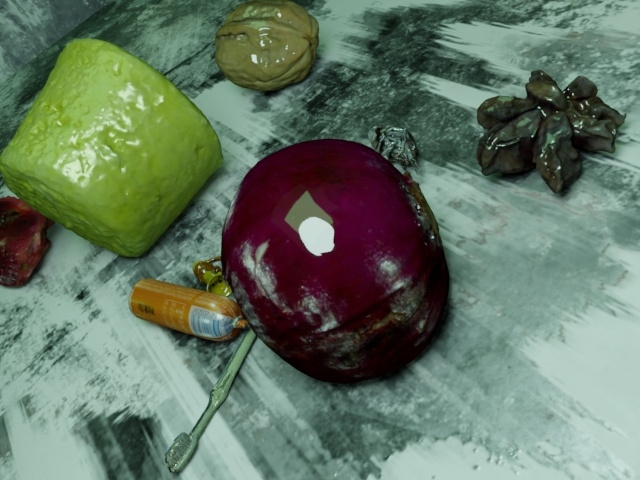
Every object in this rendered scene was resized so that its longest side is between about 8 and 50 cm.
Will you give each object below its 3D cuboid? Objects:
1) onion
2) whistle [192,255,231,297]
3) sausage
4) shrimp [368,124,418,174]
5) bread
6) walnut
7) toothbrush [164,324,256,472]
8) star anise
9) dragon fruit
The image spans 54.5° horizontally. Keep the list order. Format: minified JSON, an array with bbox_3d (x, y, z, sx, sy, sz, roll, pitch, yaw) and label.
[{"bbox_3d":[0.000,0.000,0.797,0.282,0.260,0.336,-24,41,19],"label":"onion"},{"bbox_3d":[-0.177,0.050,1.023,0.057,0.046,0.109,-52,35,1],"label":"whistle"},{"bbox_3d":[-0.199,0.108,0.955,0.234,0.071,0.071,8,55,39],"label":"sausage"},{"bbox_3d":[0.124,-0.152,1.016,0.065,0.056,0.165,-15,31,-3],"label":"shrimp"},{"bbox_3d":[-0.384,-0.161,1.139,0.348,0.348,0.307,13,61,41],"label":"bread"},{"bbox_3d":[-0.119,-0.420,1.344,0.245,0.198,0.198,6,53,25],"label":"walnut"},{"bbox_3d":[-0.129,0.186,0.869,0.026,0.028,0.294,4,48,35],"label":"toothbrush"},{"bbox_3d":[0.308,-0.169,0.881,0.214,0.098,0.220,-32,39,-13],"label":"star anise"},{"bbox_3d":[-0.649,-0.009,1.340,0.262,0.134,0.211,20,49,26],"label":"dragon fruit"}]
